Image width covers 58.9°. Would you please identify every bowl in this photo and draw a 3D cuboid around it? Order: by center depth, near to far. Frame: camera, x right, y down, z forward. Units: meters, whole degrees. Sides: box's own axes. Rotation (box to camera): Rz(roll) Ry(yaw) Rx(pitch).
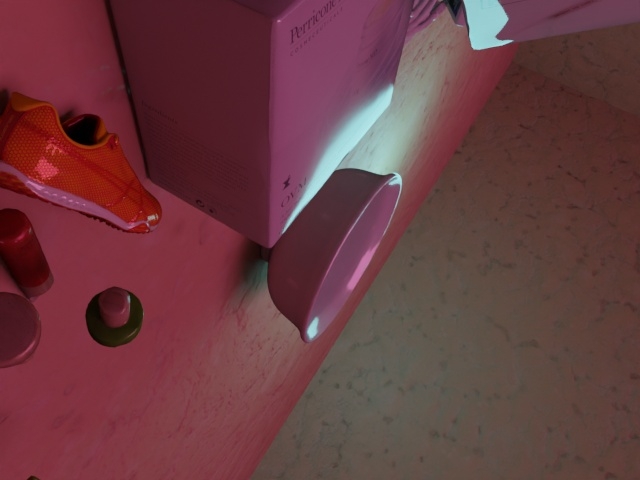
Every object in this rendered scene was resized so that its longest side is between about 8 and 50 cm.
[{"bbox_3d":[0.000,0.000,0.892,0.298,0.134,0.298,-55,165,-22],"label":"bowl"}]

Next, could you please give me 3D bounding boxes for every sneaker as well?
[{"bbox_3d":[-0.151,-0.046,0.395,0.175,0.064,0.068,54,56,-78],"label":"sneaker"}]

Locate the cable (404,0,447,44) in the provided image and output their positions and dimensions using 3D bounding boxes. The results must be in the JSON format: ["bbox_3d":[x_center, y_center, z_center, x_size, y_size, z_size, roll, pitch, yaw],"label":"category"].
[{"bbox_3d":[0.099,-0.345,0.646,0.257,0.089,0.257,-51,163,-34],"label":"cable"}]

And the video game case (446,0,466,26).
[{"bbox_3d":[0.206,-0.428,0.785,0.184,0.023,0.201,106,-15,-45],"label":"video game case"}]

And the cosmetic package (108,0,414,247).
[{"bbox_3d":[-0.029,-0.158,0.453,0.224,0.138,0.225,-53,163,-31],"label":"cosmetic package"}]

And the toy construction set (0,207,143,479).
[{"bbox_3d":[-0.218,0.164,0.371,0.237,0.257,0.309,132,-29,-63],"label":"toy construction set"}]

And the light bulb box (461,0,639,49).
[{"bbox_3d":[0.177,-0.347,0.321,0.358,0.225,0.361,-13,99,-72],"label":"light bulb box"}]
